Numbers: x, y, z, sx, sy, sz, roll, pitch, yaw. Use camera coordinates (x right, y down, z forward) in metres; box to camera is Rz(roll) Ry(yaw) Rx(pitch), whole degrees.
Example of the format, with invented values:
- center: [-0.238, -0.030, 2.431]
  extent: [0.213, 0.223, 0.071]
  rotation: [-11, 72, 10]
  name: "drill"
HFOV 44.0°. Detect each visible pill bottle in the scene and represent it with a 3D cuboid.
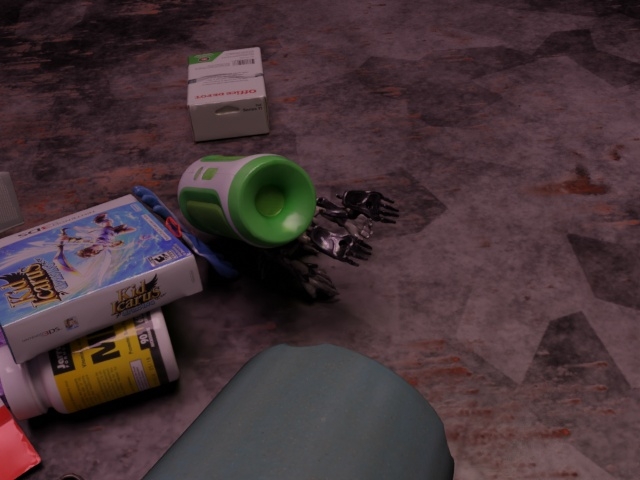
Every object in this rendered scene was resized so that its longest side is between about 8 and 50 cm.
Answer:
- center: [-0.299, 0.155, 1.032]
  extent: [0.208, 0.119, 0.119]
  rotation: [-16, 42, -12]
  name: "pill bottle"

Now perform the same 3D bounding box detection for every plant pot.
- center: [-0.043, 0.289, 0.713]
  extent: [0.341, 0.341, 0.334]
  rotation: [11, 35, 19]
  name: "plant pot"

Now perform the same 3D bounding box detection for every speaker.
- center: [-0.114, -0.061, 1.129]
  extent: [0.131, 0.131, 0.296]
  rotation: [-24, 14, -21]
  name: "speaker"

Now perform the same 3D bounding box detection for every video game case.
- center: [-0.324, 0.037, 1.072]
  extent: [0.244, 0.061, 0.269]
  rotation: [-23, 30, -22]
  name: "video game case"

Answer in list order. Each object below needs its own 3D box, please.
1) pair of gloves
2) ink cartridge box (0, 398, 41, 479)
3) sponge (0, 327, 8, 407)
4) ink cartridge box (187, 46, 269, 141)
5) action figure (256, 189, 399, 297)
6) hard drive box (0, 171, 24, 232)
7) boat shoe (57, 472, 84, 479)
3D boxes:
- center: [-0.206, -0.015, 1.204]
  extent: [0.023, 0.159, 0.198]
  rotation: [-46, 50, -3]
  name: "pair of gloves"
- center: [-0.482, 0.236, 0.976]
  extent: [0.181, 0.056, 0.224]
  rotation: [-34, 56, -24]
  name: "ink cartridge box"
- center: [-0.496, 0.158, 1.117]
  extent: [0.117, 0.031, 0.210]
  rotation: [-12, 41, -7]
  name: "sponge"
- center: [-0.183, -0.291, 1.564]
  extent: [0.153, 0.087, 0.208]
  rotation: [-7, 40, -2]
  name: "ink cartridge box"
- center: [0.000, 0.000, 1.167]
  extent: [0.164, 0.141, 0.275]
  rotation: [-61, 21, -16]
  name: "action figure"
- center: [-0.600, -0.029, 1.180]
  extent: [0.181, 0.089, 0.232]
  rotation: [2, 21, 38]
  name: "hard drive box"
- center: [-0.278, 0.356, 0.831]
  extent: [0.081, 0.069, 0.228]
  rotation: [-6, 40, -1]
  name: "boat shoe"
